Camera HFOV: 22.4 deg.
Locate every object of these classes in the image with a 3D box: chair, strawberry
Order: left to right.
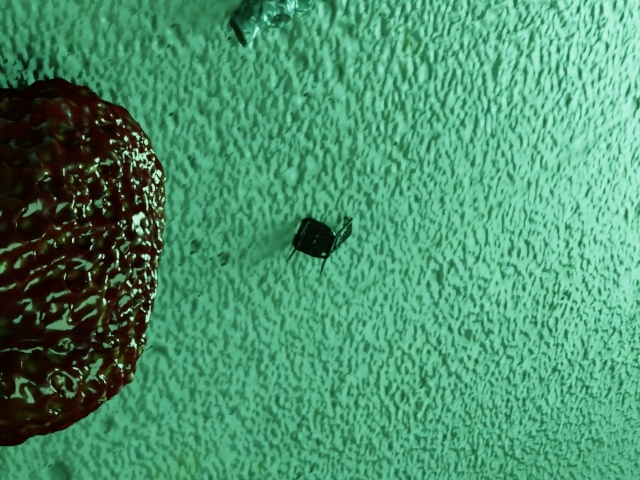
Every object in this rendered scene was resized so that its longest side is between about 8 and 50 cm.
[{"bbox_3d":[-0.208,0.004,1.161,0.257,0.261,0.261,-20,136,-17],"label":"strawberry"},{"bbox_3d":[-0.001,-0.001,1.495,0.037,0.042,0.086,-65,173,25],"label":"chair"}]

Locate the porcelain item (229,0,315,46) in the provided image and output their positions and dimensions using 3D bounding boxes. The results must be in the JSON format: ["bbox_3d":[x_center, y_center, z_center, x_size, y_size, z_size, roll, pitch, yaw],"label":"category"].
[{"bbox_3d":[-0.034,-0.188,1.297,0.083,0.028,0.036,-37,139,-11],"label":"porcelain item"}]
